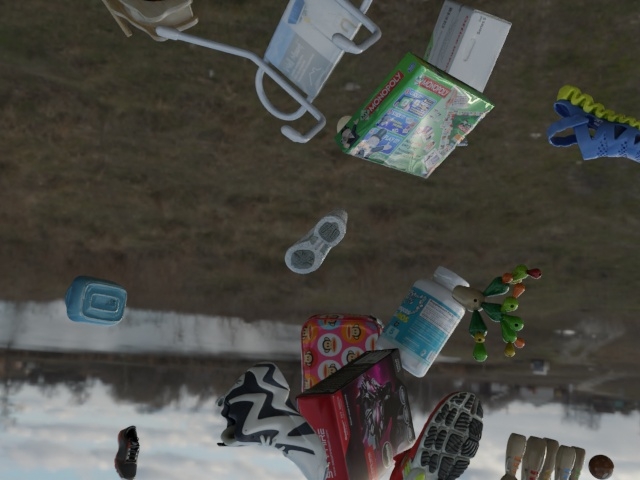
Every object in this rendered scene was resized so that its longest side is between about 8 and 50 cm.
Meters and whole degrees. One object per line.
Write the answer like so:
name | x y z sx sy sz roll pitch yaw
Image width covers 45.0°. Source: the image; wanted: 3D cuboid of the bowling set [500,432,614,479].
bowling set | 0.521 0.522 1.681 0.200 0.154 0.287 8 171 39

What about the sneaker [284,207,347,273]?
sneaker | 0.000 0.000 2.028 0.232 0.090 0.115 -41 -174 33

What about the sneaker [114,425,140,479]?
sneaker | -0.518 0.572 2.088 0.061 0.157 0.065 16 134 -37

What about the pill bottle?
pill bottle | 0.262 0.196 1.926 0.146 0.264 0.146 34 175 4

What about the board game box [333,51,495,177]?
board game box | 0.192 -0.233 1.511 0.213 0.046 0.317 -48 151 22

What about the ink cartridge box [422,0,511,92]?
ink cartridge box | 0.384 -0.524 2.077 0.115 0.198 0.273 16 -160 -13

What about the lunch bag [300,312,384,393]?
lunch bag | 0.077 0.343 2.079 0.258 0.293 0.120 1 -179 5

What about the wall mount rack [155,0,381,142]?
wall mount rack | -0.080 -0.328 1.195 0.304 0.130 0.350 41 137 4

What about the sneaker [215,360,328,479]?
sneaker | -0.097 0.343 1.335 0.153 0.234 0.094 -29 -174 -25

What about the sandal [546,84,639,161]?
sandal | 0.662 -0.239 1.816 0.317 0.138 0.126 38 177 38

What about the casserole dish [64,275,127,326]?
casserole dish | -0.530 0.148 1.853 0.037 0.114 0.188 5 171 30

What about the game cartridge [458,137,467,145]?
game cartridge | 0.299 -0.252 1.760 0.056 0.083 0.017 -3 155 -22

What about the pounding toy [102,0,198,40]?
pounding toy | -0.373 -0.527 1.662 0.270 0.154 0.155 35 164 16

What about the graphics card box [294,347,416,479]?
graphics card box | 0.086 0.388 1.656 0.094 0.232 0.371 -10 -178 26

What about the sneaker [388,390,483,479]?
sneaker | 0.172 0.371 1.311 0.107 0.279 0.118 33 173 -21

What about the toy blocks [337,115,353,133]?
toy blocks | 0.122 -0.251 1.622 0.123 0.054 0.148 -24 174 35

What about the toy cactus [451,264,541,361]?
toy cactus | 0.356 0.137 1.599 0.112 0.218 0.180 13 -170 -42
